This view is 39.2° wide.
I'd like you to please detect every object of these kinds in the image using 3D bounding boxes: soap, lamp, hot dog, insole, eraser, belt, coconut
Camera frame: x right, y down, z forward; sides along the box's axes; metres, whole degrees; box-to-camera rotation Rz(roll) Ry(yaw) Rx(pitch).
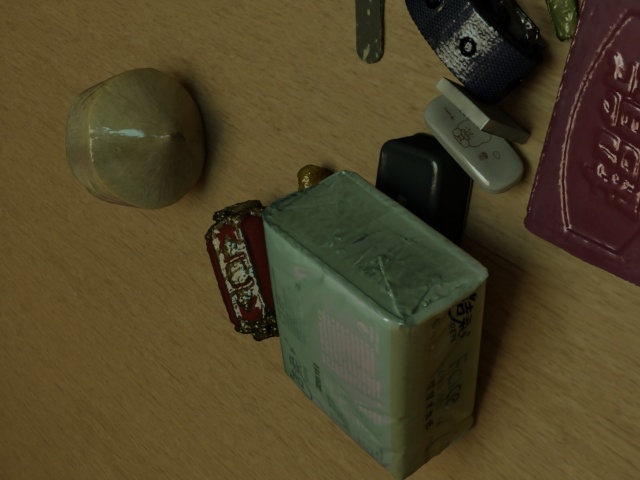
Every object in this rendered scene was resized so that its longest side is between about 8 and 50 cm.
[{"bbox_3d":[0.425,-0.141,1.158,0.233,0.128,0.359,31,122,38],"label":"soap"},{"bbox_3d":[-0.121,0.058,1.765,0.177,0.177,0.274,-30,77,47],"label":"lamp"},{"bbox_3d":[-0.001,0.000,1.693,0.068,0.083,0.289,4,103,27],"label":"hot dog"},{"bbox_3d":[0.082,-0.429,1.539,0.081,0.011,0.248,12,109,48],"label":"insole"},{"bbox_3d":[0.240,-0.190,1.326,0.104,0.150,0.023,49,113,27],"label":"eraser"},{"bbox_3d":[0.232,-0.323,1.319,0.126,0.140,0.230,-46,65,35],"label":"belt"},{"bbox_3d":[-0.387,-0.217,1.910,0.329,0.329,0.328,14,110,45],"label":"coconut"}]

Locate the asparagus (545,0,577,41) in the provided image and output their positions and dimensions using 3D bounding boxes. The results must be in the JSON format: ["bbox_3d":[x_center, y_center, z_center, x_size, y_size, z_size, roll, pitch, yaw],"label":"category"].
[{"bbox_3d":[0.328,-0.370,1.267,0.045,0.041,0.178,-19,86,56],"label":"asparagus"}]

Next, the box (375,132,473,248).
[{"bbox_3d":[0.163,-0.068,1.486,0.144,0.090,0.201,27,118,40],"label":"box"}]

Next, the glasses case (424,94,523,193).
[{"bbox_3d":[0.236,-0.152,1.393,0.193,0.074,0.049,54,173,23],"label":"glasses case"}]

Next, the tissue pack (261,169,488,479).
[{"bbox_3d":[0.086,0.139,1.451,0.332,0.205,0.405,40,150,35],"label":"tissue pack"}]
